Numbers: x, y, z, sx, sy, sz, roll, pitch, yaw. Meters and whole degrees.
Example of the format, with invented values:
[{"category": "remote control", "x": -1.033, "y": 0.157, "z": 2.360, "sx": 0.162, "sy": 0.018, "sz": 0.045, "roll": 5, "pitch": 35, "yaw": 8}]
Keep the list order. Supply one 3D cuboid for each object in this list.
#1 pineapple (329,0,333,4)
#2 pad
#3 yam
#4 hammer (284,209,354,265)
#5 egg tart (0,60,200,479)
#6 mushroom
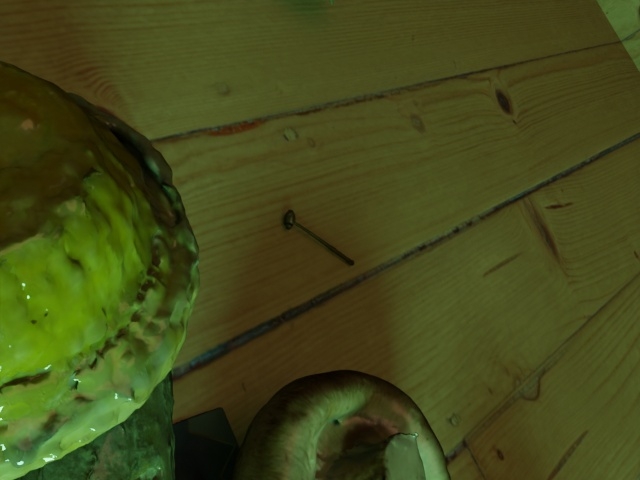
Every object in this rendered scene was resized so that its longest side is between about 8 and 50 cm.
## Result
[{"category": "pineapple", "x": -0.038, "y": -0.440, "z": 1.434, "sx": 0.164, "sy": 0.140, "sz": 0.250, "roll": -30, "pitch": 68, "yaw": -14}, {"category": "pad", "x": -0.101, "y": 0.288, "z": 0.885, "sx": 0.163, "sy": 0.004, "sz": 0.243, "roll": -11, "pitch": 73, "yaw": -52}, {"category": "yam", "x": -0.199, "y": 0.126, "z": 0.769, "sx": 0.161, "sy": 0.161, "sz": 0.268, "roll": 23, "pitch": 46, "yaw": -37}, {"category": "hammer", "x": 0.000, "y": 0.000, "z": 1.205, "sx": 0.123, "sy": 0.014, "sz": 0.029, "roll": 34, "pitch": 51, "yaw": -30}, {"category": "egg tart", "x": -0.271, "y": -0.008, "z": 0.658, "sx": 0.387, "sy": 0.169, "sz": 0.388, "roll": 7, "pitch": 49, "yaw": -8}, {"category": "mushroom", "x": 0.030, "y": 0.260, "z": 0.938, "sx": 0.278, "sy": 0.146, "sz": 0.278, "roll": 25, "pitch": 52, "yaw": -37}]
